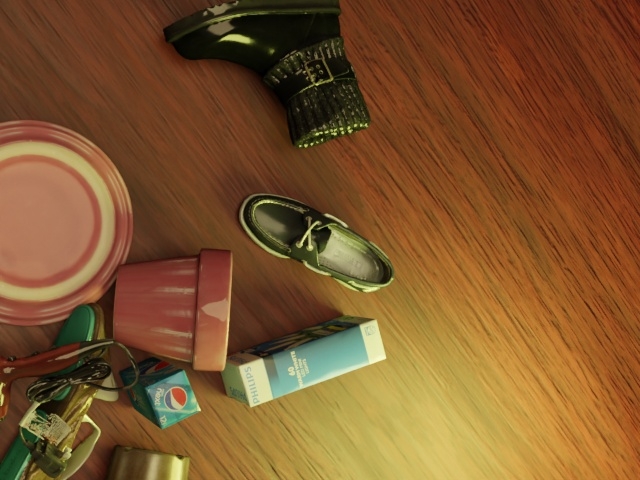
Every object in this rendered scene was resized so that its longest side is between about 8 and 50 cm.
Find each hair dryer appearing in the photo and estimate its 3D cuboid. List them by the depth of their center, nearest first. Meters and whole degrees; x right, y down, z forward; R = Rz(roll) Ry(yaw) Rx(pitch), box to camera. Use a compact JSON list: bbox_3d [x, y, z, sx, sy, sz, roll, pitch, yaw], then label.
[{"bbox_3d":[-0.442,0.190,1.379,0.293,0.080,0.224,38,81,-15],"label":"hair dryer"}]

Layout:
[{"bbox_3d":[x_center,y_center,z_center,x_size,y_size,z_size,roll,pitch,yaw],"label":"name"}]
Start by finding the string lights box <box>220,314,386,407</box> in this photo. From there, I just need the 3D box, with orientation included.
[{"bbox_3d":[-0.034,0.206,1.605,0.259,0.133,0.077,-16,95,-23],"label":"string lights box"}]

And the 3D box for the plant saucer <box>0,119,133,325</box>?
[{"bbox_3d":[-0.457,-0.029,1.463,0.332,0.084,0.332,1,88,-23],"label":"plant saucer"}]

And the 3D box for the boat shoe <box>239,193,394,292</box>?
[{"bbox_3d":[0.000,0.000,1.649,0.302,0.091,0.114,24,79,-21],"label":"boat shoe"}]

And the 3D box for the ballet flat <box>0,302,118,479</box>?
[{"bbox_3d":[-0.397,0.272,1.474,0.124,0.116,0.343,30,77,-40],"label":"ballet flat"}]

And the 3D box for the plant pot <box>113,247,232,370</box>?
[{"bbox_3d":[-0.239,0.109,1.499,0.180,0.201,0.202,4,87,-9],"label":"plant pot"}]

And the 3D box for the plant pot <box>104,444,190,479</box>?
[{"bbox_3d":[-0.287,0.421,1.487,0.166,0.167,0.165,14,75,-22],"label":"plant pot"}]

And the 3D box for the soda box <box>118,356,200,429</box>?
[{"bbox_3d":[-0.259,0.238,1.468,0.067,0.210,0.071,-24,98,-22],"label":"soda box"}]

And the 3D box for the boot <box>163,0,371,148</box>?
[{"bbox_3d":[-0.082,-0.283,1.602,0.347,0.131,0.260,-13,93,-23],"label":"boot"}]
